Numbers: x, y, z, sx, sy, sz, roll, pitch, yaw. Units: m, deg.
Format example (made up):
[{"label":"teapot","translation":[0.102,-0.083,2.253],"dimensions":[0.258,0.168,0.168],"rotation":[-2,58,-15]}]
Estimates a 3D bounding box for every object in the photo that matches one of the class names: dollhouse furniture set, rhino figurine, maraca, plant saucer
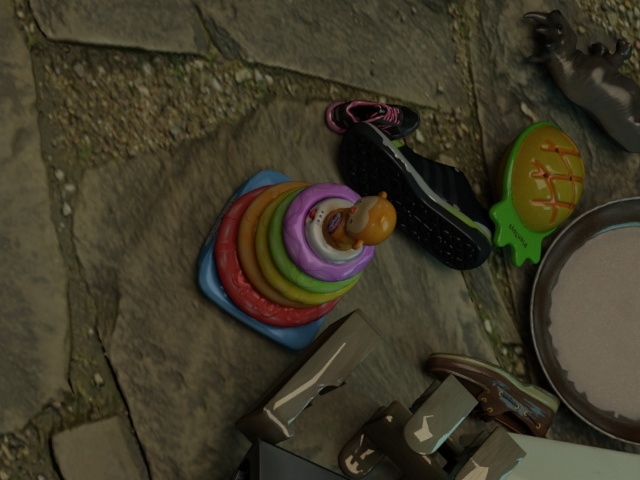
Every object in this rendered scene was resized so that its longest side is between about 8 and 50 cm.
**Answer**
[{"label":"dollhouse furniture set","translation":[0.056,0.222,1.664],"dimensions":[0.242,0.212,0.161],"rotation":[46,66,-2]},{"label":"rhino figurine","translation":[0.348,-0.206,1.941],"dimensions":[0.243,0.073,0.106],"rotation":[40,65,-10]},{"label":"maraca","translation":[0.258,-0.057,1.857],"dimensions":[0.127,0.099,0.186],"rotation":[43,62,-32]},{"label":"plant saucer","translation":[0.402,0.100,1.891],"dimensions":[0.310,0.050,0.311],"rotation":[2,79,-8]}]

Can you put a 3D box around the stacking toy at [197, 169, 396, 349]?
[{"label":"stacking toy","translation":[0.000,0.000,1.631],"dimensions":[0.165,0.302,0.175],"rotation":[34,70,-14]}]

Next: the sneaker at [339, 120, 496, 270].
[{"label":"sneaker","translation":[0.120,-0.061,1.830],"dimensions":[0.234,0.084,0.097],"rotation":[45,43,-11]}]

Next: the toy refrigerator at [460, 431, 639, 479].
[{"label":"toy refrigerator","translation":[0.302,0.293,1.817],"dimensions":[0.269,0.102,0.094],"rotation":[11,76,-21]}]

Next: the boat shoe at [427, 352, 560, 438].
[{"label":"boat shoe","translation":[0.202,0.184,1.814],"dimensions":[0.178,0.064,0.060],"rotation":[27,70,-19]}]

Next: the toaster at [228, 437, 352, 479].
[{"label":"toaster","translation":[-0.031,0.325,1.627],"dimensions":[0.185,0.168,0.110],"rotation":[27,27,-13]}]

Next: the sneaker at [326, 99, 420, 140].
[{"label":"sneaker","translation":[0.069,-0.146,1.821],"dimensions":[0.119,0.057,0.047],"rotation":[1,79,-24]}]
